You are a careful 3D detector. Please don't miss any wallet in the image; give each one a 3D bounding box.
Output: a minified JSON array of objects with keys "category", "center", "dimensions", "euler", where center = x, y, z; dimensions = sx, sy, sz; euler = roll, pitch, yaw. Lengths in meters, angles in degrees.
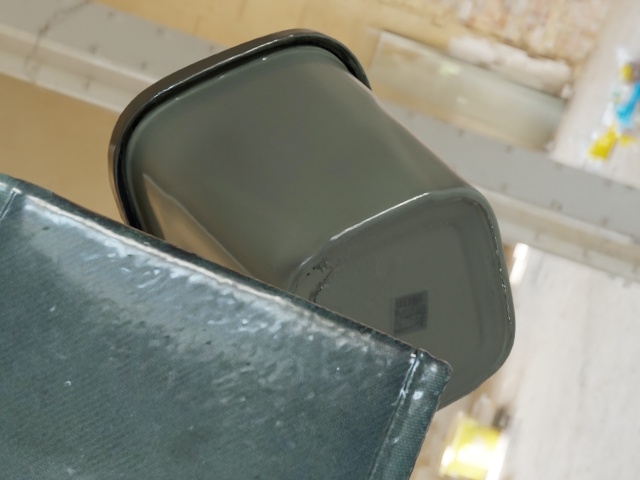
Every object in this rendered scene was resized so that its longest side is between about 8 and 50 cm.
[{"category":"wallet","center":[-0.042,0.047,0.338],"dimensions":[0.026,0.129,0.088],"euler":[113,180,-83]}]

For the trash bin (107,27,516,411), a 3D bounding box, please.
[{"category":"trash bin","center":[0.000,0.000,0.966],"dimensions":[0.250,0.220,0.219],"euler":[43,156,53]}]
